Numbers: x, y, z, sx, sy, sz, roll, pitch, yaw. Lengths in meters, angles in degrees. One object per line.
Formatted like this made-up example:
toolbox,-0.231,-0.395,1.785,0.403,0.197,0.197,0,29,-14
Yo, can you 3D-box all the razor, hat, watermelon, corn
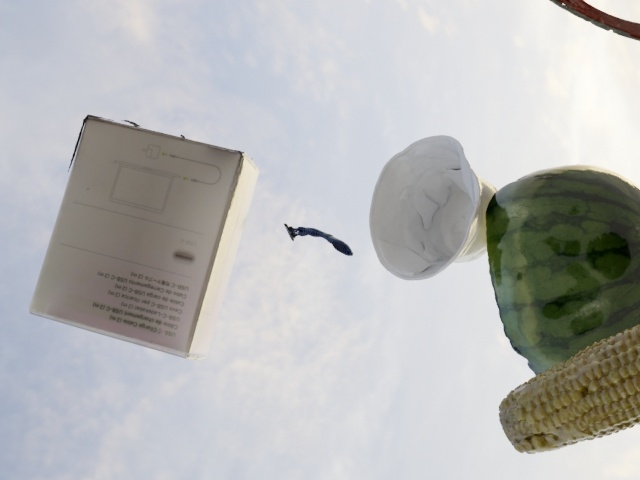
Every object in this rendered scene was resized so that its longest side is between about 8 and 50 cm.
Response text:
razor,0.002,-0.003,1.500,0.028,0.154,0.044,-51,-41,-25
hat,0.175,-0.035,1.172,0.126,0.203,0.203,13,-110,-45
watermelon,0.382,0.045,1.131,0.331,0.189,0.331,13,-113,-34
corn,0.304,0.143,0.852,0.097,0.262,0.097,49,-156,-30

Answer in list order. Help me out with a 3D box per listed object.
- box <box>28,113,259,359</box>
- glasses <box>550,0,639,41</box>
box,-0.207,-0.003,1.011,0.106,0.203,0.251,55,-131,-78
glasses,0.205,-0.204,0.640,0.268,0.234,0.118,37,-87,-5
